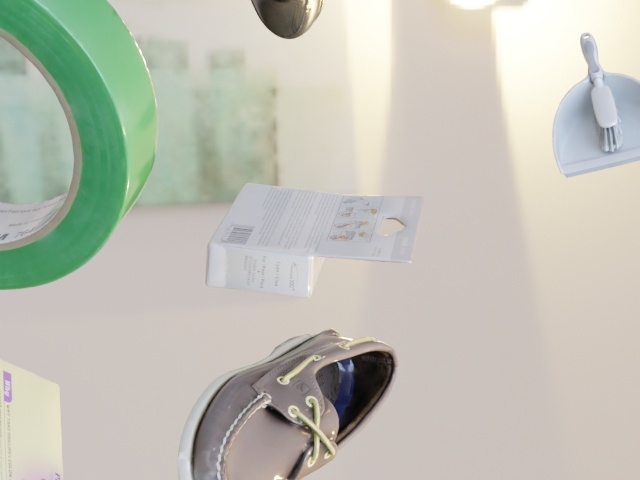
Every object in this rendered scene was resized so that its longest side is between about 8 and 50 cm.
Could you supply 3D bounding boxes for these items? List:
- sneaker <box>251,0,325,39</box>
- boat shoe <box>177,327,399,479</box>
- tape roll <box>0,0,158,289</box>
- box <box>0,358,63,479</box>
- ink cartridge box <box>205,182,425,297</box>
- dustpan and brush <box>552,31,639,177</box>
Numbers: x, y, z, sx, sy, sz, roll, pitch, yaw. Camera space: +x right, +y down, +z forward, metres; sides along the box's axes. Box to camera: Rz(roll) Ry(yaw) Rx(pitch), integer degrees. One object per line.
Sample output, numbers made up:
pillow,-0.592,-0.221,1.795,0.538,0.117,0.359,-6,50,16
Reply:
sneaker,-0.064,-0.289,1.643,0.267,0.101,0.106,75,34,-50
boat shoe,-0.025,0.165,1.547,0.097,0.324,0.116,-7,-78,26
tape roll,-0.302,-0.110,1.431,0.077,0.321,0.321,-61,167,-54
box,-0.397,0.228,1.761,0.117,0.243,0.213,-29,-128,27
ink cartridge box,0.000,0.000,2.224,0.296,0.261,0.066,-68,162,-71
dustpan and brush,0.356,-0.183,2.111,0.211,0.147,0.060,-93,165,-48
